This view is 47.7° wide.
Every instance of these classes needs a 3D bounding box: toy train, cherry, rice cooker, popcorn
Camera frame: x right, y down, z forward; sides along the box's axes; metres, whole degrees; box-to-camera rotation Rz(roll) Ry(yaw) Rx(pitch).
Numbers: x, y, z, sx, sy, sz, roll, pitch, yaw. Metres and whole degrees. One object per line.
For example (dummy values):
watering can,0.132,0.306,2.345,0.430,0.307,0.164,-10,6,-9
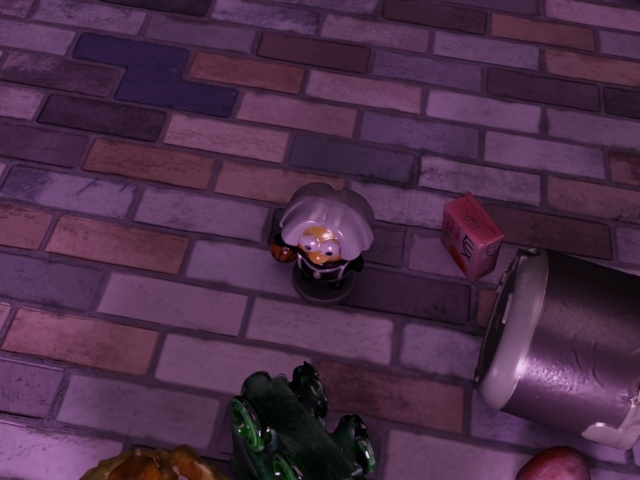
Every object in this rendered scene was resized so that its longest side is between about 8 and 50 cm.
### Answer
toy train,-0.025,0.305,1.018,0.145,0.202,0.266,-22,41,-27
cherry,0.363,0.373,1.104,0.126,0.087,0.106,-21,56,-21
rice cooker,0.404,0.164,1.137,0.276,0.288,0.288,16,56,6
popcorn,-0.214,0.391,0.961,0.257,0.270,0.224,-26,28,14

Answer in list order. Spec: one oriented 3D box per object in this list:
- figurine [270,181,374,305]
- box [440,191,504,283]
figurine,0.000,0.000,1.237,0.176,0.236,0.133,14,57,4
box,0.272,-0.003,1.312,0.060,0.156,0.111,-29,61,-8
